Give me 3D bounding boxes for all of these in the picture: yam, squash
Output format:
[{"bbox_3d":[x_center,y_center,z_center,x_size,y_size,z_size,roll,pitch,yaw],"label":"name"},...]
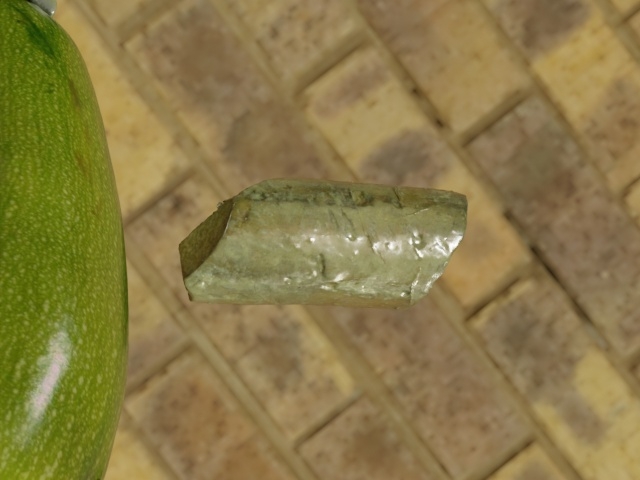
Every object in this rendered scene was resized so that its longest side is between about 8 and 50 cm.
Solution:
[{"bbox_3d":[0.000,0.000,0.826,0.070,0.146,0.070,-177,-90,-79],"label":"yam"},{"bbox_3d":[-0.095,0.013,0.462,0.080,0.071,0.318,25,31,-21],"label":"squash"}]
